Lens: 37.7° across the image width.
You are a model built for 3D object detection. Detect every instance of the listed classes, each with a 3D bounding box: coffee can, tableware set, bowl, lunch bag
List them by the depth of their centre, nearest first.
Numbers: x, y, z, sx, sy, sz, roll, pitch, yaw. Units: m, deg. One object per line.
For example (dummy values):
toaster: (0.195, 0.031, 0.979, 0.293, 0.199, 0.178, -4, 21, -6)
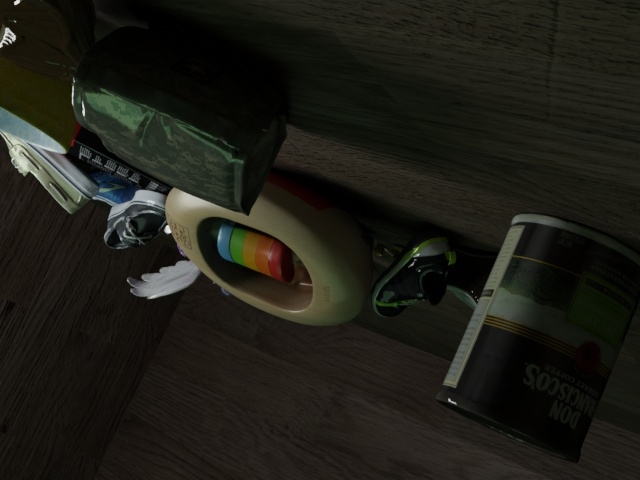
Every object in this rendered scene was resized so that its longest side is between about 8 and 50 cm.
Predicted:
lunch bag: (-0.175, -0.159, 1.223, 0.235, 0.169, 0.287, 25, 176, 1)
coffee can: (0.299, 0.129, 1.259, 0.201, 0.275, 0.201, 24, 171, 4)
bowl: (-0.500, -0.272, 1.480, 0.289, 0.156, 0.289, 25, 172, 4)
tableware set: (0.171, 0.037, 1.883, 0.154, 0.024, 0.104, 17, 168, 44)

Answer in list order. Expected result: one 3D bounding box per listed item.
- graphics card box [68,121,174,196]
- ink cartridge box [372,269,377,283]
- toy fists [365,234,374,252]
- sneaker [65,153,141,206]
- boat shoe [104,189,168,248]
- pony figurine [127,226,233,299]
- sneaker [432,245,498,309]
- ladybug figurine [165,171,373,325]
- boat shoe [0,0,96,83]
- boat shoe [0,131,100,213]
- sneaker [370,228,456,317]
graphics card box: (-0.366, -0.163, 1.958, 0.370, 0.094, 0.233, 28, 170, -12)
ink cartridge box: (0.005, 0.059, 2.246, 0.217, 0.092, 0.158, 18, 169, 30)
toy fists: (0.000, 0.000, 1.921, 0.142, 0.096, 0.279, 20, 171, -17)
sneaker: (-0.467, -0.149, 2.150, 0.329, 0.130, 0.147, 9, 148, -1)
boat shoe: (-0.394, -0.034, 2.035, 0.108, 0.102, 0.301, 28, 158, -30)
pony figurine: (-0.264, 0.014, 2.309, 0.351, 0.303, 0.363, -15, 150, 22)
sneaker: (0.305, 0.084, 1.579, 0.123, 0.106, 0.290, 28, -178, -35)
ladybug figurine: (-0.089, -0.007, 1.721, 0.449, 0.162, 0.305, 23, 140, 24)
boat shoe: (-0.321, -0.278, 1.128, 0.121, 0.110, 0.341, 15, 170, -11)
boat shoe: (-0.622, -0.182, 2.041, 0.302, 0.094, 0.109, 42, 176, -6)
sneaker: (0.160, 0.081, 1.602, 0.084, 0.097, 0.235, -10, 147, -29)
